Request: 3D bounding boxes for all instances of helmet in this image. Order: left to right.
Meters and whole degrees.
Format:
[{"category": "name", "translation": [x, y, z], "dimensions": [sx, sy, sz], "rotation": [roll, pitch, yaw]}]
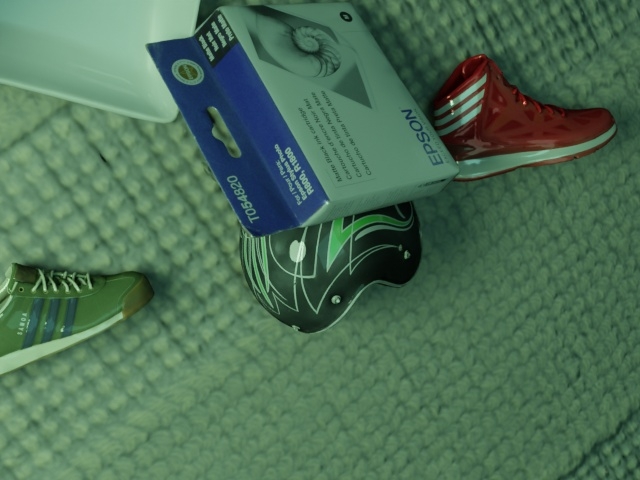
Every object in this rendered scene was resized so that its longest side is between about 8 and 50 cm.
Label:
[{"category": "helmet", "translation": [0.000, 0.000, 0.870], "dimensions": [0.162, 0.169, 0.169], "rotation": [-15, 105, -37]}]

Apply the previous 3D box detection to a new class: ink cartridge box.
[{"category": "ink cartridge box", "translation": [-0.013, -0.121, 0.810], "dimensions": [0.224, 0.045, 0.223], "rotation": [-16, 67, -36]}]

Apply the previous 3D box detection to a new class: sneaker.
[{"category": "sneaker", "translation": [-0.257, 0.056, 0.826], "dimensions": [0.192, 0.064, 0.086], "rotation": [-25, 112, -13]}, {"category": "sneaker", "translation": [0.225, -0.148, 0.978], "dimensions": [0.221, 0.087, 0.128], "rotation": [-17, 106, -20]}]

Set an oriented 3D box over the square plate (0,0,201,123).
[{"category": "square plate", "translation": [-0.260, -0.305, 0.772], "dimensions": [0.347, 0.049, 0.344], "rotation": [11, 95, -23]}]
